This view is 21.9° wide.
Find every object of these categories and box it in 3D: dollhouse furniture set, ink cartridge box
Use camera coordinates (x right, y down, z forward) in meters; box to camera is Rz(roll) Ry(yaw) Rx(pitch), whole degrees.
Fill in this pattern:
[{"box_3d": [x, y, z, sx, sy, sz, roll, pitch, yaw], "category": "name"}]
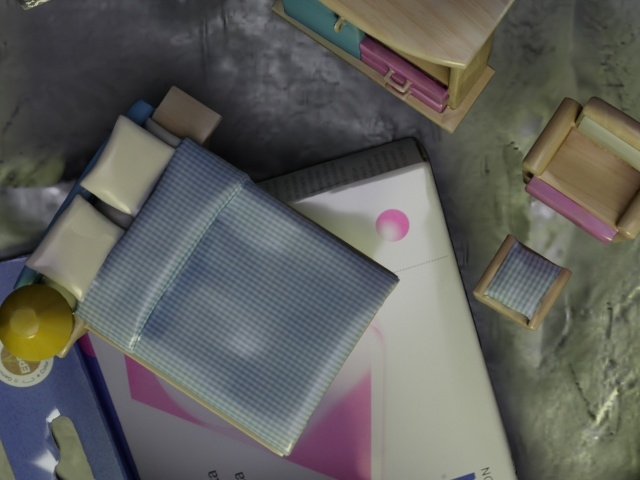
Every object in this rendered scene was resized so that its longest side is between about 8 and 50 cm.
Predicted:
[{"box_3d": [0.000, 0.000, 0.909, 0.286, 0.198, 0.303, 35, 88, 6], "category": "dollhouse furniture set"}, {"box_3d": [-0.046, 0.132, 1.090, 0.330, 0.071, 0.324, -17, 109, 1], "category": "ink cartridge box"}]

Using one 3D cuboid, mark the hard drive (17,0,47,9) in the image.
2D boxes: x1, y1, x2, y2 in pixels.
[{"box_3d": [-0.107, -0.267, 0.960, 0.254, 0.054, 0.172, -31, 107, 7], "category": "hard drive"}]
